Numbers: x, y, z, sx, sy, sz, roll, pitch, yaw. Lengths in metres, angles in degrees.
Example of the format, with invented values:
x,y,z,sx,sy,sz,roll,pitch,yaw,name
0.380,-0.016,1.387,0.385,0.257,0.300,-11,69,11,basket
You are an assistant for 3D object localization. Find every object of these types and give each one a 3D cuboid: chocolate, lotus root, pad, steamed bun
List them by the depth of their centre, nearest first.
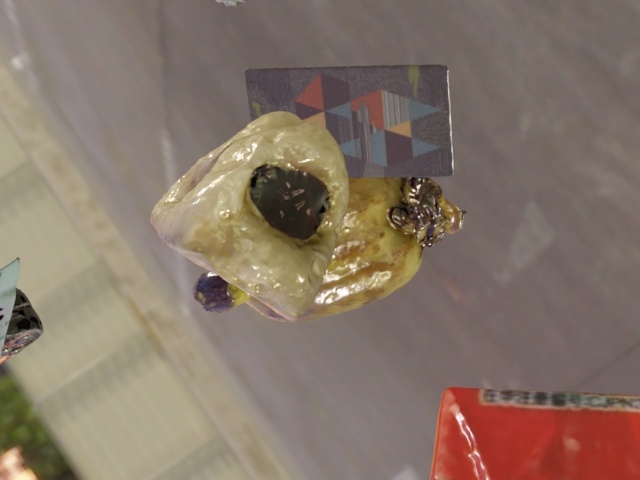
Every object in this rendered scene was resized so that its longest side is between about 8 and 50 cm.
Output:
x,y,z,sx,sy,sz,roll,pitch,yaw,name
-0.048,-0.035,1.386,0.141,0.155,0.172,34,178,-20,steamed bun
0.271,0.287,1.406,0.341,0.360,0.161,-77,-14,-57,chocolate
0.031,-0.122,1.703,0.003,0.211,0.143,-80,-14,-52,pad
0.000,0.000,1.822,0.141,0.314,0.169,-156,49,-73,lotus root

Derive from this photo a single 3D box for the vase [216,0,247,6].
x,y,z,sx,sy,sz,roll,pitch,yaw,name
-0.119,-0.264,1.578,0.081,0.081,0.149,52,-156,21,vase

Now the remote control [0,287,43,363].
x,y,z,sx,sy,sz,roll,pitch,yaw,name
-0.361,0.120,1.421,0.066,0.266,0.090,61,-168,18,remote control

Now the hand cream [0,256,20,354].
x,y,z,sx,sy,sz,roll,pitch,yaw,name
-0.252,0.170,1.040,0.058,0.331,0.085,25,-166,8,hand cream
